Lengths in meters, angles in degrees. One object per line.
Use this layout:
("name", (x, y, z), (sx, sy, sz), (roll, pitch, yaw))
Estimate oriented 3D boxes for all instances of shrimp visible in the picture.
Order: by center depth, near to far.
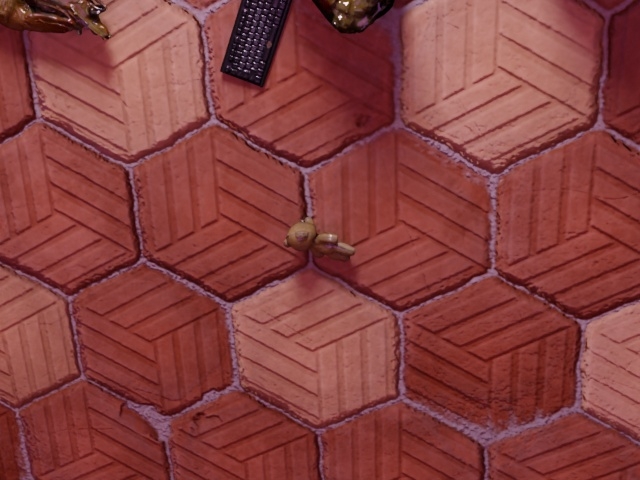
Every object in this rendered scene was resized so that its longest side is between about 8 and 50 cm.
("shrimp", (-0.369, -0.317, 1.441), (0.217, 0.051, 0.115), (27, 126, -3))

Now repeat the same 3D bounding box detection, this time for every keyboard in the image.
("keyboard", (-0.074, -0.293, 1.405), (0.063, 0.010, 0.198), (21, 120, 0))

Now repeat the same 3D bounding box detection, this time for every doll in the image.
("doll", (-0.003, 0.008, 1.521), (0.093, 0.051, 0.061), (37, 147, -4))

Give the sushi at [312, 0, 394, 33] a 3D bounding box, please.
("sushi", (0.027, -0.355, 1.289), (0.147, 0.115, 0.213), (-21, 108, 16))
